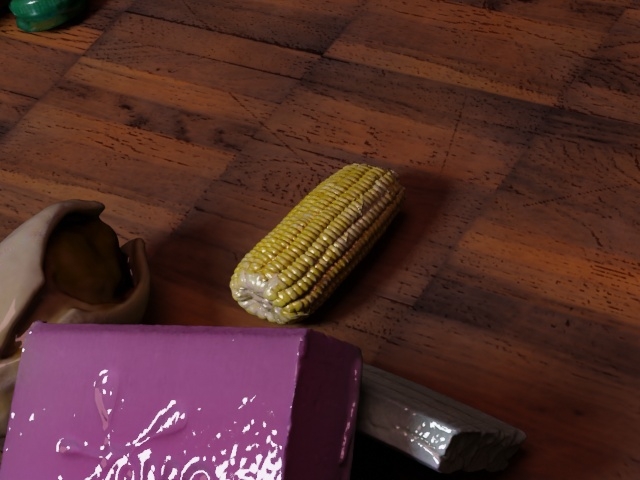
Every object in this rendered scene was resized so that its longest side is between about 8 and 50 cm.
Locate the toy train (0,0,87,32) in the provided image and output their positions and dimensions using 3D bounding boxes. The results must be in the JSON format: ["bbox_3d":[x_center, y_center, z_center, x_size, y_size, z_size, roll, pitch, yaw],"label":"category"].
[{"bbox_3d":[-0.398,-0.306,1.791,0.429,0.178,0.249,-26,32,-7],"label":"toy train"}]

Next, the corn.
[{"bbox_3d":[0.000,0.000,1.408,0.085,0.063,0.165,-4,37,51],"label":"corn"}]

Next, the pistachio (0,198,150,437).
[{"bbox_3d":[-0.227,0.065,1.370,0.238,0.138,0.153,-50,16,-30],"label":"pistachio"}]

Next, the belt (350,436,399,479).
[{"bbox_3d":[0.005,0.188,1.214,0.140,0.058,0.105,27,63,39],"label":"belt"}]

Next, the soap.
[{"bbox_3d":[-0.102,0.151,1.195,0.259,0.081,0.181,0,76,35],"label":"soap"}]

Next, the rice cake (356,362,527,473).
[{"bbox_3d":[0.026,0.115,1.250,0.237,0.127,0.043,19,93,31],"label":"rice cake"}]
